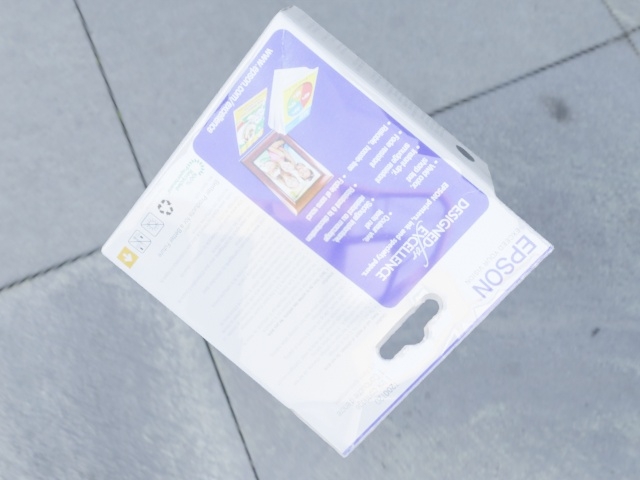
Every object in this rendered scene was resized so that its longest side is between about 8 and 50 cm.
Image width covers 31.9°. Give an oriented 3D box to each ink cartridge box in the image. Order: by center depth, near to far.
[{"bbox_3d":[0.000,0.000,0.688,0.208,0.045,0.206,41,117,-1],"label":"ink cartridge box"}]
